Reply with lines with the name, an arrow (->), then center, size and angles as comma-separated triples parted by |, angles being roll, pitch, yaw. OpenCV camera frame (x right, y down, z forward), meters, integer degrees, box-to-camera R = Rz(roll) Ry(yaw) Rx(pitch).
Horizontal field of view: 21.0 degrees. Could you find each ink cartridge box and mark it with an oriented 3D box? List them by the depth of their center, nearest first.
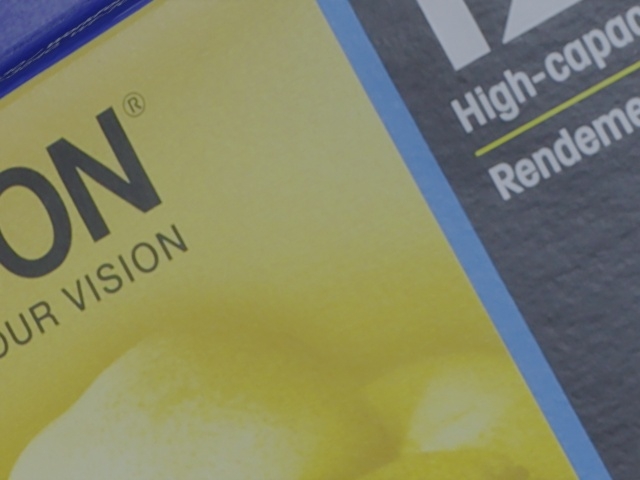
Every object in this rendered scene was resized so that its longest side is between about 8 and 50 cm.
ink cartridge box -> 0.000, 0.000, 0.420 | 0.307, 0.304, 0.072 | 60, 22, -1
